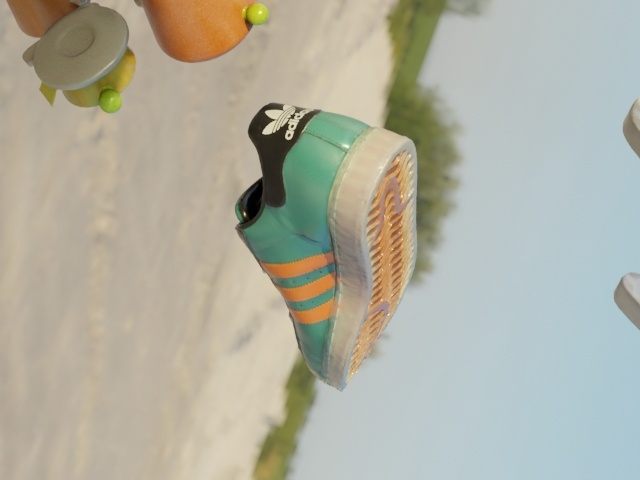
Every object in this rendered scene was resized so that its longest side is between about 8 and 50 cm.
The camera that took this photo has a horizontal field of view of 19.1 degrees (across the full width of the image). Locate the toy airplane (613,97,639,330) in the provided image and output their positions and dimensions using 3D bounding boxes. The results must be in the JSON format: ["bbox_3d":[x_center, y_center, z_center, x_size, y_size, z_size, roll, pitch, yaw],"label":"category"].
[{"bbox_3d":[0.454,0.037,1.711,0.272,0.386,0.384,-52,-164,26],"label":"toy airplane"}]

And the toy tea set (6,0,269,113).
[{"bbox_3d":[-0.190,-0.229,1.684,0.200,0.336,0.124,-35,140,-2],"label":"toy tea set"}]

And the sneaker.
[{"bbox_3d":[0.000,0.000,1.457,0.108,0.121,0.302,-53,161,-31],"label":"sneaker"}]
